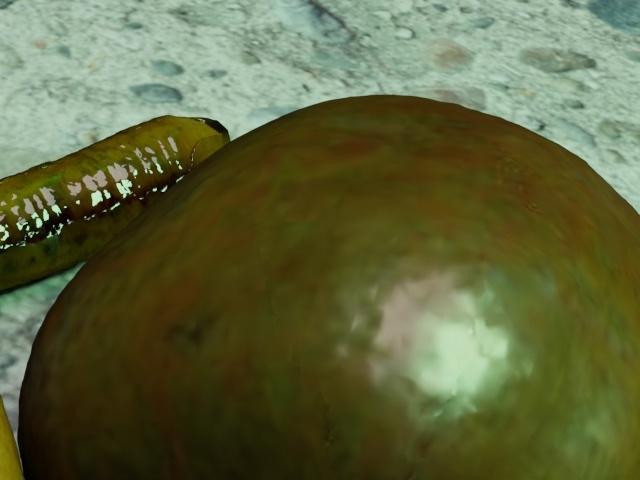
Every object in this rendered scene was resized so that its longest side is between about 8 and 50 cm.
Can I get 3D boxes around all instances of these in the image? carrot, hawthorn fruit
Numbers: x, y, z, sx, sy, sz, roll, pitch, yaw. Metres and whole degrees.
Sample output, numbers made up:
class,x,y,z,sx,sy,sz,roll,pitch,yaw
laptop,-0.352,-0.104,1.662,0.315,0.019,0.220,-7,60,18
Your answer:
class,x,y,z,sx,sy,sz,roll,pitch,yaw
carrot,-0.163,-0.014,0.770,0.260,0.070,0.070,-22,49,-34
hawthorn fruit,0.031,0.065,0.565,0.268,0.267,0.301,21,39,11

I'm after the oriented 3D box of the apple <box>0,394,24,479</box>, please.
class,x,y,z,sx,sy,sz,roll,pitch,yaw
apple,-0.261,0.114,0.433,0.299,0.275,0.299,25,45,-29
